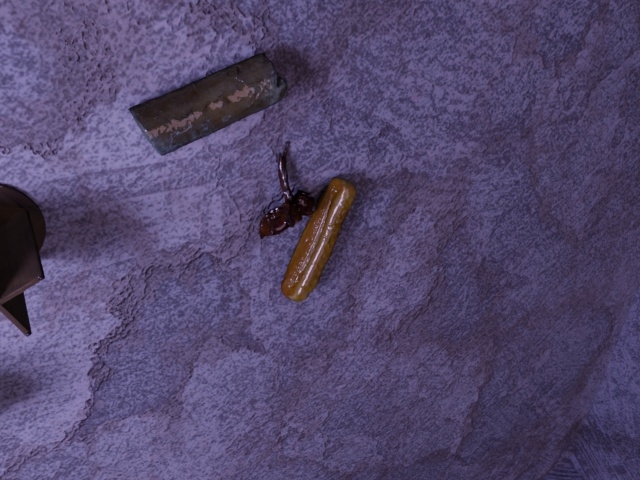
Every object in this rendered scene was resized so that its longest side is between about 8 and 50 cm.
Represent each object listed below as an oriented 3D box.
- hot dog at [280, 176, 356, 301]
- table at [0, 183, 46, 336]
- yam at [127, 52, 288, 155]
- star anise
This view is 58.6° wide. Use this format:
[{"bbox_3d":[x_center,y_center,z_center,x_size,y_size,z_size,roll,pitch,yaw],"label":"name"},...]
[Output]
[{"bbox_3d":[-0.001,0.000,1.204,0.061,0.088,0.285,11,114,-43],"label":"hot dog"},{"bbox_3d":[-0.472,0.035,0.819,0.167,0.227,0.167,-16,124,-25],"label":"table"},{"bbox_3d":[-0.178,-0.228,0.944,0.259,0.093,0.093,-29,129,-16],"label":"yam"},{"bbox_3d":[-0.078,-0.090,1.112,0.140,0.158,0.144,-41,99,-18],"label":"star anise"}]
